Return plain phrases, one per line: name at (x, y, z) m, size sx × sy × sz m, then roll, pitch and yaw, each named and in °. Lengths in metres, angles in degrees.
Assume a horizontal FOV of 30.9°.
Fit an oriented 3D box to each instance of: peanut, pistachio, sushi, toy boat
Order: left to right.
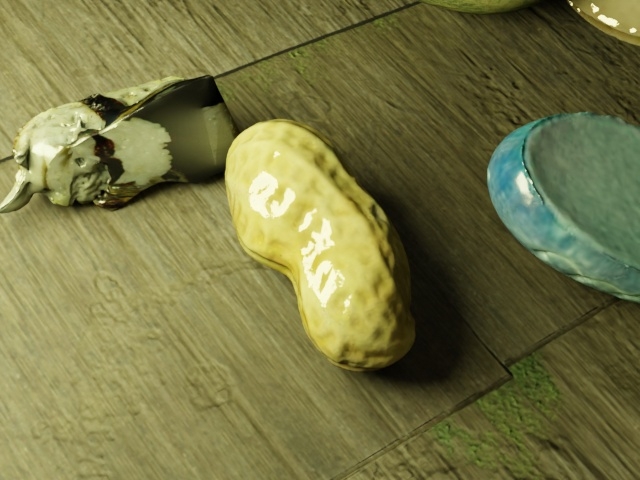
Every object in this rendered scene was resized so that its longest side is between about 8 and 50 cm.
sushi at (-0.233, -0.109, 1.261) m, size 0.273 × 0.134 × 0.109 m, roll -24°, pitch 46°, yaw -10°
peanut at (0.000, 0.000, 1.208) m, size 0.147 × 0.147 × 0.305 m, roll -27°, pitch 67°, yaw -28°
toy boat at (0.338, -0.023, 1.321) m, size 0.330 × 0.123 × 0.215 m, roll 17°, pitch 59°, yaw -12°
pistachio at (0.414, -0.356, 1.566) m, size 0.223 × 0.126 × 0.152 m, roll 43°, pitch 91°, yaw 15°

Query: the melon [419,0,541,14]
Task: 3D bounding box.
melon at (0.175, -0.422, 1.490) m, size 0.329 × 0.248 × 0.248 m, roll 26°, pitch 52°, yaw 2°
